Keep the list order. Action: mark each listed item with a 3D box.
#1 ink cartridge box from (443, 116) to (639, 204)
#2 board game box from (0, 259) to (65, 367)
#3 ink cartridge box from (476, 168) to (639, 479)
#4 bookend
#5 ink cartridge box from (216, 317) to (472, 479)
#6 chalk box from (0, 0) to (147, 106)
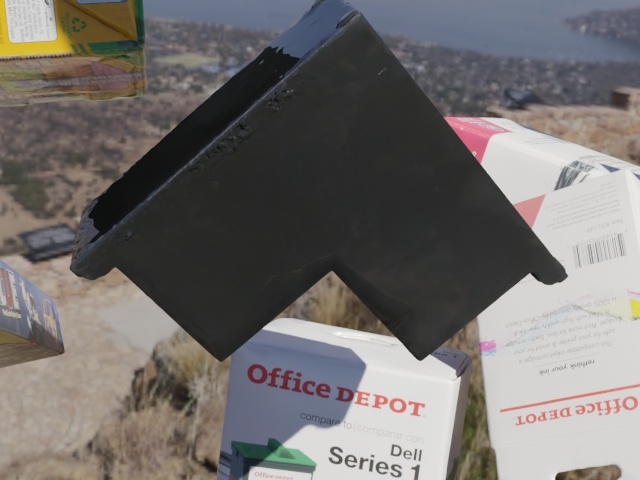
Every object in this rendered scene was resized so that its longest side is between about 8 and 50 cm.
[{"bbox_3d":[0.234,-0.033,0.827,0.237,0.100,0.172,25,19,27],"label":"ink cartridge box"},{"bbox_3d":[-0.250,0.057,0.511,0.165,0.042,0.243,-11,-9,-11],"label":"board game box"},{"bbox_3d":[0.164,0.069,0.547,0.115,0.198,0.067,-18,-30,33],"label":"ink cartridge box"},{"bbox_3d":[0.000,0.000,0.408,0.157,0.156,0.072,46,8,-23],"label":"bookend"},{"bbox_3d":[0.011,0.178,0.625,0.160,0.219,0.092,8,6,17],"label":"ink cartridge box"},{"bbox_3d":[-0.250,-0.223,0.794,0.179,0.180,0.289,-6,2,-10],"label":"chalk box"}]
